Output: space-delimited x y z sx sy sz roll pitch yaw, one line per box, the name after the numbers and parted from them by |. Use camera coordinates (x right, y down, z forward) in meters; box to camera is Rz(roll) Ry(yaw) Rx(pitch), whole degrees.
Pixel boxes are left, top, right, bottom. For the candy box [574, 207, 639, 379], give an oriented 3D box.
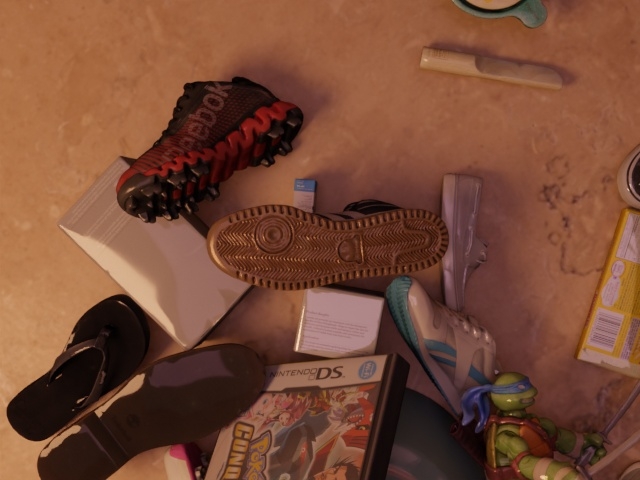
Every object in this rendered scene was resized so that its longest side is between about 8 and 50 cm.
0.408 0.071 1.140 0.105 0.027 0.205 18 92 0 | candy box

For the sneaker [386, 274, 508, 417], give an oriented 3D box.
0.156 0.118 1.098 0.092 0.087 0.228 -34 124 -1 | sneaker

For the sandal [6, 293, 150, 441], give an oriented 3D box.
-0.310 0.175 1.141 0.097 0.054 0.254 41 106 -5 | sandal

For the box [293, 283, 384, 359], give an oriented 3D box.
0.026 0.102 1.126 0.101 0.102 0.087 10 92 4 | box

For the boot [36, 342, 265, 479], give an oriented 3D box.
-0.209 0.211 1.130 0.305 0.115 0.112 -28 94 3 | boot

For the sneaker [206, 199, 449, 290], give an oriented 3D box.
0.000 0.000 1.089 0.283 0.153 0.099 -2 96 -10 | sneaker

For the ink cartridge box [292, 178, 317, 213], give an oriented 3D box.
-0.022 -0.037 1.154 0.028 0.048 0.083 5 90 3 | ink cartridge box

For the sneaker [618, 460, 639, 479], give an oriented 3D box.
0.375 0.386 1.091 0.086 0.132 0.228 24 91 3 | sneaker

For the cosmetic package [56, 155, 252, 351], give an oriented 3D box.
-0.203 0.016 1.141 0.127 0.107 0.238 -44 91 4 | cosmetic package

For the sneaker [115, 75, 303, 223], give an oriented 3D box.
-0.154 -0.123 1.097 0.135 0.097 0.276 45 55 14 | sneaker

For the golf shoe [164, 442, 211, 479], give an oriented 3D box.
-0.169 0.412 1.137 0.140 0.115 0.306 -16 88 7 | golf shoe

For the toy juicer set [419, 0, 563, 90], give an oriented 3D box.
0.180 -0.336 1.121 0.209 0.089 0.328 -11 90 3 | toy juicer set

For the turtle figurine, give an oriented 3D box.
0.300 0.290 1.040 0.275 0.198 0.266 -3 97 -4 | turtle figurine

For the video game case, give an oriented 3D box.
-0.034 0.264 1.026 0.248 0.035 0.274 -11 49 37 | video game case

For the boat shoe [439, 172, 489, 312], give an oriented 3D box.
0.185 0.006 1.140 0.063 0.066 0.184 1 81 4 | boat shoe

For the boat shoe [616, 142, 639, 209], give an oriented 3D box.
0.523 -0.111 1.095 0.301 0.102 0.108 -14 89 3 | boat shoe

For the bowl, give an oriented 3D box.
0.060 0.341 1.096 0.312 0.163 0.311 0 90 4 | bowl
